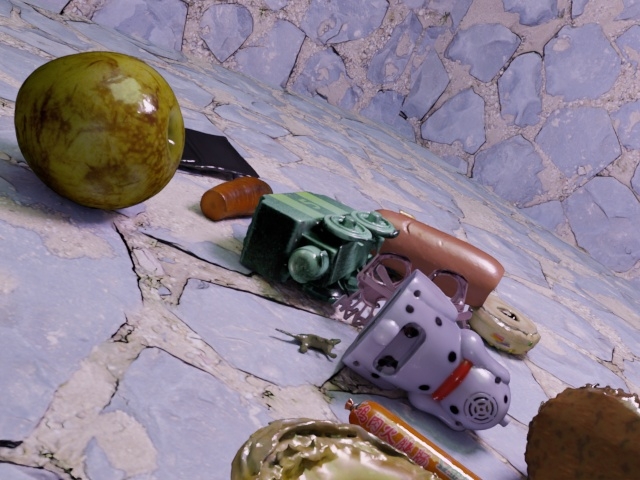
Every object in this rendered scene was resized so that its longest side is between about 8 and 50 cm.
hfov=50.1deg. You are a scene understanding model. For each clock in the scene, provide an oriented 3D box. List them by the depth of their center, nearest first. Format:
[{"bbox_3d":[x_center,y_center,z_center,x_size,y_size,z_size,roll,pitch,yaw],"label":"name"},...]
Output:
[{"bbox_3d":[0.183,0.187,1.036,0.254,0.189,0.189,38,18,-1],"label":"clock"}]

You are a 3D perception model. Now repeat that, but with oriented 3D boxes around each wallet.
[{"bbox_3d":[-0.326,-0.224,1.634,0.323,0.041,0.247,8,25,-37],"label":"wallet"}]

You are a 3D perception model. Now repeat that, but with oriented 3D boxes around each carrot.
[{"bbox_3d":[-0.169,-0.091,1.417,0.087,0.087,0.193,34,19,21],"label":"carrot"}]

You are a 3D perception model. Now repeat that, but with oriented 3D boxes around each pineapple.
[{"bbox_3d":[0.439,0.323,1.007,0.202,0.202,0.362,41,8,38],"label":"pineapple"}]

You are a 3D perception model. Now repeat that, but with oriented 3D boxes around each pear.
[{"bbox_3d":[-0.365,-0.181,1.134,0.283,0.283,0.283,24,18,-8],"label":"pear"}]

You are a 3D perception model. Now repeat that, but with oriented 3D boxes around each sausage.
[{"bbox_3d":[0.169,0.305,0.847,0.348,0.053,0.053,33,19,20],"label":"sausage"},{"bbox_3d":[0.225,0.032,1.426,0.304,0.121,0.121,27,18,14],"label":"sausage"}]

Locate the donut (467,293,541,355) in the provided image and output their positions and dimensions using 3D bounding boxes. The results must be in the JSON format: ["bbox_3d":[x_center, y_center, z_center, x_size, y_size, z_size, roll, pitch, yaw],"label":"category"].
[{"bbox_3d":[0.386,0.181,1.465,0.174,0.068,0.174,26,18,-9],"label":"donut"}]

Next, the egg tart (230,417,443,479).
[{"bbox_3d":[0.032,0.280,0.628,0.288,0.118,0.288,23,20,-9],"label":"egg tart"}]

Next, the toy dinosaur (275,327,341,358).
[{"bbox_3d":[-0.019,0.154,1.062,0.119,0.029,0.060,14,6,-18],"label":"toy dinosaur"}]

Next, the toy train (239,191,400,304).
[{"bbox_3d":[0.000,0.000,1.286,0.238,0.167,0.299,27,16,21],"label":"toy train"}]

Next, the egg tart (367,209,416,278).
[{"bbox_3d":[0.196,0.003,1.627,0.290,0.107,0.291,25,18,-8],"label":"egg tart"}]

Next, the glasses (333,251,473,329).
[{"bbox_3d":[0.156,0.124,1.170,0.255,0.162,0.095,20,31,-9],"label":"glasses"}]
